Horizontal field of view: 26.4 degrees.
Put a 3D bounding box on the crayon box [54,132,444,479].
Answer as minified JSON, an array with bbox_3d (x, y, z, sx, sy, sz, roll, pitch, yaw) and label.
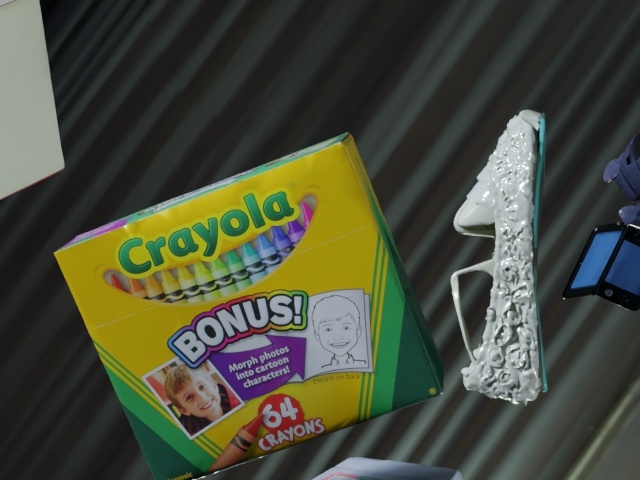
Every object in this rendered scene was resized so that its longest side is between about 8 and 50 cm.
[{"bbox_3d":[-0.079,0.084,1.597,0.106,0.363,0.313,-67,-44,-75],"label":"crayon box"}]

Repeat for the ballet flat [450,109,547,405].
[{"bbox_3d":[0.244,0.022,1.870,0.147,0.408,0.147,0,179,0],"label":"ballet flat"}]

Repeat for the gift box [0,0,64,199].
[{"bbox_3d":[-0.370,-0.148,1.055,0.255,0.276,0.258,32,138,32],"label":"gift box"}]

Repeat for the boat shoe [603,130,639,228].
[{"bbox_3d":[0.432,-0.078,1.330,0.341,0.158,0.127,5,-124,-30],"label":"boat shoe"}]

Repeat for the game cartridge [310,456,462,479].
[{"bbox_3d":[0.044,0.346,1.707,0.196,0.060,0.294,5,-164,36],"label":"game cartridge"}]

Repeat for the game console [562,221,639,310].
[{"bbox_3d":[0.405,0.039,1.866,0.107,0.122,0.071,25,-152,9],"label":"game console"}]
